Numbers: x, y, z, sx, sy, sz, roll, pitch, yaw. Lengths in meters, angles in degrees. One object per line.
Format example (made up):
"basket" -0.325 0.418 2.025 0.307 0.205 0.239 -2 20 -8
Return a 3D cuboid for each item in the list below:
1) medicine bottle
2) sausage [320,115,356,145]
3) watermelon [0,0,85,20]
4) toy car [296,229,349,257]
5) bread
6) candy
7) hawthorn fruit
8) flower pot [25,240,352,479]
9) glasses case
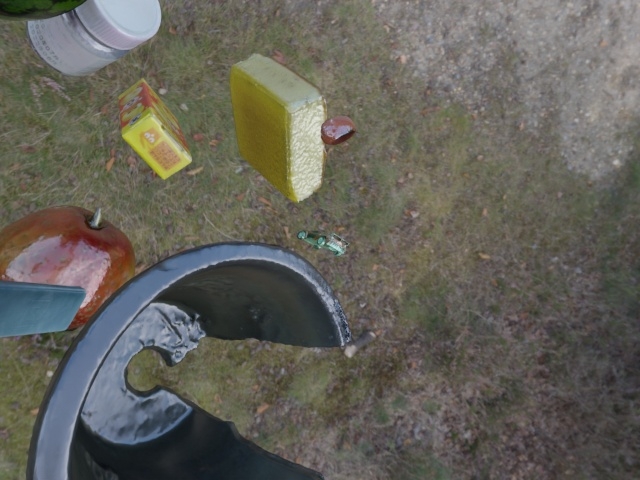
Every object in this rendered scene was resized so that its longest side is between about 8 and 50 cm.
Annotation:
"medicine bottle" -0.478 -0.459 0.907 0.165 0.274 0.164 8 80 -54
"sausage" 0.038 -0.255 0.997 0.094 0.059 0.054 -30 77 -36
"watermelon" -0.450 -0.452 0.589 0.286 0.285 0.284 -8 111 -20
"toy car" 0.000 0.000 0.873 0.059 0.122 0.035 31 82 -38
"bread" -0.124 -0.324 1.244 0.143 0.333 0.323 -27 141 -26
"candy" -0.405 -0.276 1.045 0.088 0.276 0.146 -35 134 2
"hawthorn fruit" -0.779 0.062 1.330 0.404 0.403 0.402 -8 111 -20
"flower pot" -0.172 0.181 0.527 0.380 0.251 0.378 -3 94 -46
"glasses case" -0.491 0.118 0.710 0.105 0.266 0.056 -38 84 -5
